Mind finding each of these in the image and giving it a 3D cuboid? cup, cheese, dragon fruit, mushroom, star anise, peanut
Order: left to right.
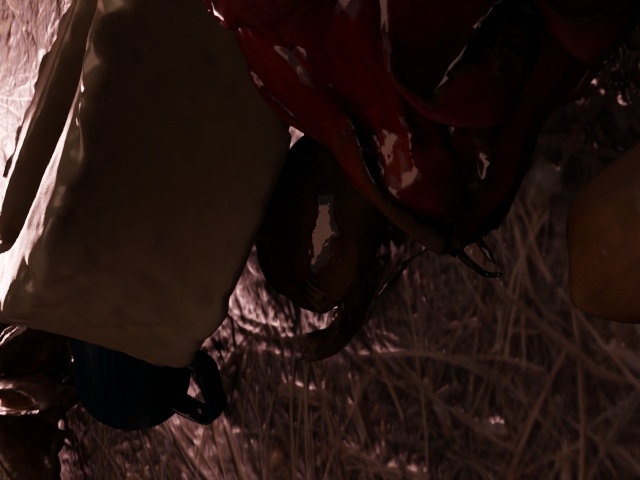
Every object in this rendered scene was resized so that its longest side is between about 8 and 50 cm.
[{"bbox_3d":[-0.375,0.185,1.370,0.332,0.118,0.331,-18,68,55],"label":"star anise"},{"bbox_3d":[-0.162,0.106,0.990,0.150,0.113,0.138,57,153,32],"label":"cup"},{"bbox_3d":[-0.129,-0.083,0.818,0.292,0.153,0.332,10,83,68],"label":"cheese"},{"bbox_3d":[-0.002,0.000,0.771,0.135,0.080,0.170,177,94,-69],"label":"mushroom"},{"bbox_3d":[0.041,-0.118,0.541,0.234,0.234,0.293,-13,66,58],"label":"dragon fruit"},{"bbox_3d":[0.167,-0.017,0.496,0.152,0.076,0.076,-51,50,41],"label":"peanut"}]
